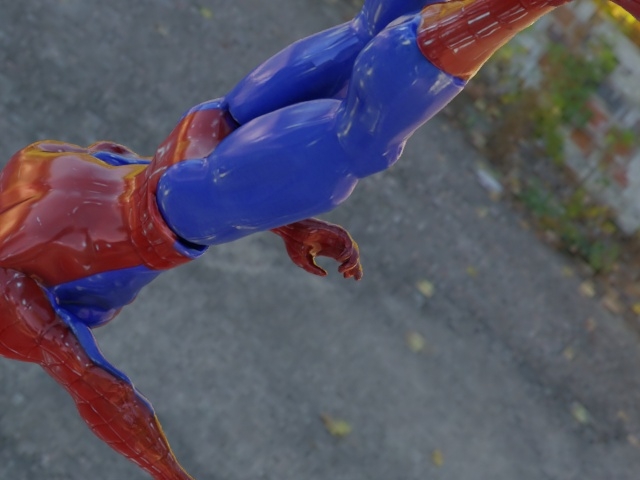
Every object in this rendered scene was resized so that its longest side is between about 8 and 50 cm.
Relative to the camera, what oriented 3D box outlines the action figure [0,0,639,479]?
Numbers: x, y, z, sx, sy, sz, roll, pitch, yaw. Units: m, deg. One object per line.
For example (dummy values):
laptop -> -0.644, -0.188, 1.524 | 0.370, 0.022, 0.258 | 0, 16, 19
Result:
action figure -> 0.000, 0.000, 0.481 | 0.139, 0.280, 0.091 | 47, 35, -30
